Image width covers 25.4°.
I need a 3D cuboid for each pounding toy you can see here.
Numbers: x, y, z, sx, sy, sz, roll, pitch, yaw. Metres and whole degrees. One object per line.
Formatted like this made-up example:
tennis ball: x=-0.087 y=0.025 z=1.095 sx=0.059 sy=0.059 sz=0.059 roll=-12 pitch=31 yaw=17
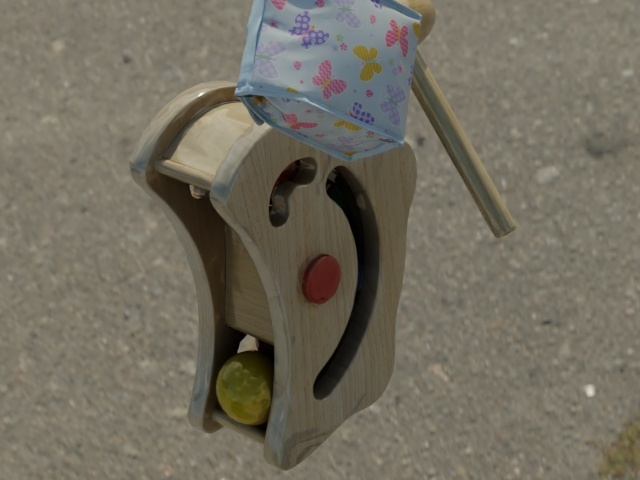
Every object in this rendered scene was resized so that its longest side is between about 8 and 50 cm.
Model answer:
pounding toy: x=0.000 y=0.000 z=0.777 sx=0.155 sy=0.269 sz=0.154 roll=20 pitch=22 yaw=39

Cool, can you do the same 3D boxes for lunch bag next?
lunch bag: x=-0.001 y=-0.083 z=0.650 sx=0.053 sy=0.083 sz=0.071 roll=-11 pitch=66 yaw=48
